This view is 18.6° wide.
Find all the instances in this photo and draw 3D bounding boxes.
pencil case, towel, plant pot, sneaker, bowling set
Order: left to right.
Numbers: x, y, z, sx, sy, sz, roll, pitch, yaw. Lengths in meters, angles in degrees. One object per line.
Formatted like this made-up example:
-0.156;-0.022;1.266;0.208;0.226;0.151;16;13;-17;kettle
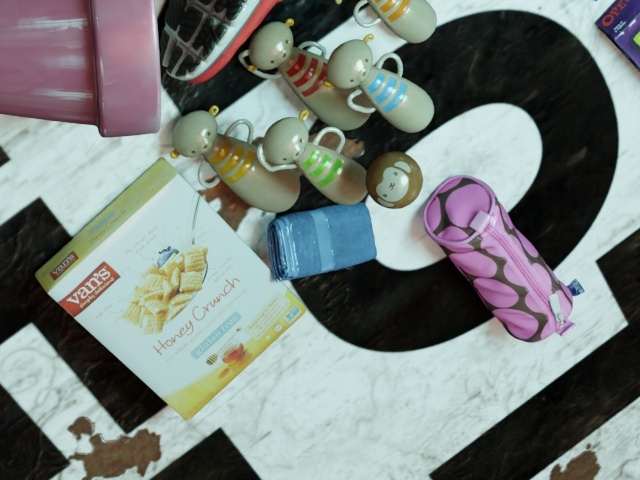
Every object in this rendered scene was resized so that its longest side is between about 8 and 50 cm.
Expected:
-0.234;-0.184;1.663;0.180;0.201;0.201;-5;123;-8;plant pot
-0.033;-0.245;1.782;0.279;0.107;0.118;-51;134;8;sneaker
0.000;0.000;1.981;0.119;0.029;0.067;-11;96;-34;towel
0.017;-0.127;1.827;0.154;0.200;0.287;34;96;-38;bowling set
0.194;0.022;2.076;0.095;0.098;0.209;-43;129;2;pencil case

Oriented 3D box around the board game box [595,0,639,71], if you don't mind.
0.464;-0.207;2.114;0.208;0.056;0.347;-44;130;8;board game box

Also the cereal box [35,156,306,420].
-0.144;0.052;1.940;0.173;0.047;0.240;-43;130;0;cereal box
